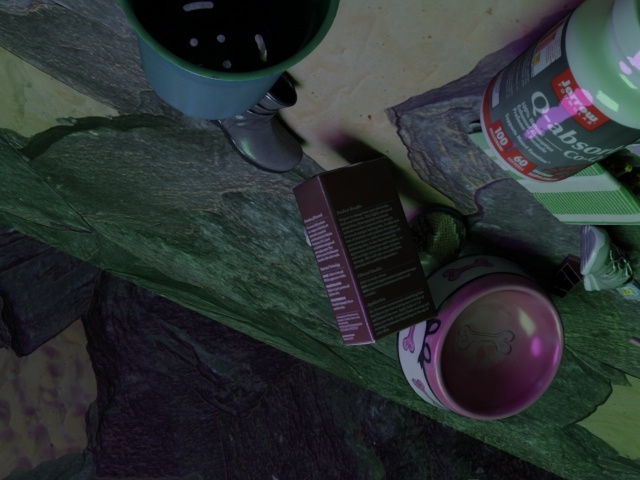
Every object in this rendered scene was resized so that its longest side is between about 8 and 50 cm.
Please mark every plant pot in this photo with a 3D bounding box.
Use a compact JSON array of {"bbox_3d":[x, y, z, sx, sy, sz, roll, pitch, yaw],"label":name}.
[{"bbox_3d":[-0.169,-0.371,1.408,0.341,0.341,0.334,27,166,-7],"label":"plant pot"}]

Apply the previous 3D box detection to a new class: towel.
[{"bbox_3d":[0.456,-0.127,1.605,0.325,0.038,0.248,37,166,-24],"label":"towel"}]

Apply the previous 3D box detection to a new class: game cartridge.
[{"bbox_3d":[0.714,0.112,1.951,0.083,0.017,0.056,38,150,-30],"label":"game cartridge"}]

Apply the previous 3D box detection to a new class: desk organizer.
[{"bbox_3d":[0.576,0.086,1.983,0.047,0.050,0.130,22,157,5],"label":"desk organizer"}]

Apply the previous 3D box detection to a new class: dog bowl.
[{"bbox_3d":[0.395,0.243,2.007,0.408,0.408,0.150,34,180,-22],"label":"dog bowl"}]

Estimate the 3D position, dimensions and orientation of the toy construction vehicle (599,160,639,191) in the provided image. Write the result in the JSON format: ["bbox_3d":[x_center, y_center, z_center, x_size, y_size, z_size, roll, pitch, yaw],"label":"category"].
[{"bbox_3d":[0.561,-0.112,1.584,0.086,0.035,0.098,34,155,-23],"label":"toy construction vehicle"}]

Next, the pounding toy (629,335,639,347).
[{"bbox_3d":[0.768,0.193,1.810,0.183,0.110,0.236,30,128,25],"label":"pounding toy"}]

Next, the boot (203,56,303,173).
[{"bbox_3d":[-0.120,-0.271,1.822,0.338,0.118,0.223,34,151,-31],"label":"boot"}]

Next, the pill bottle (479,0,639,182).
[{"bbox_3d":[0.408,-0.235,1.240,0.210,0.210,0.363,29,157,-10],"label":"pill bottle"}]

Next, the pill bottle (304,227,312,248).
[{"bbox_3d":[0.000,0.000,2.345,0.067,0.067,0.120,10,154,30],"label":"pill bottle"}]

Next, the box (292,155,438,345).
[{"bbox_3d":[0.097,0.024,1.880,0.143,0.191,0.381,-16,91,59],"label":"box"}]

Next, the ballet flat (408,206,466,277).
[{"bbox_3d":[0.219,0.075,2.144,0.164,0.182,0.483,26,157,-10],"label":"ballet flat"}]

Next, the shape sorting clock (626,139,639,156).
[{"bbox_3d":[0.586,-0.184,1.394,0.206,0.040,0.206,21,158,9],"label":"shape sorting clock"}]

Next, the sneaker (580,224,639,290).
[{"bbox_3d":[0.613,0.034,1.790,0.115,0.105,0.281,-1,164,21],"label":"sneaker"}]
